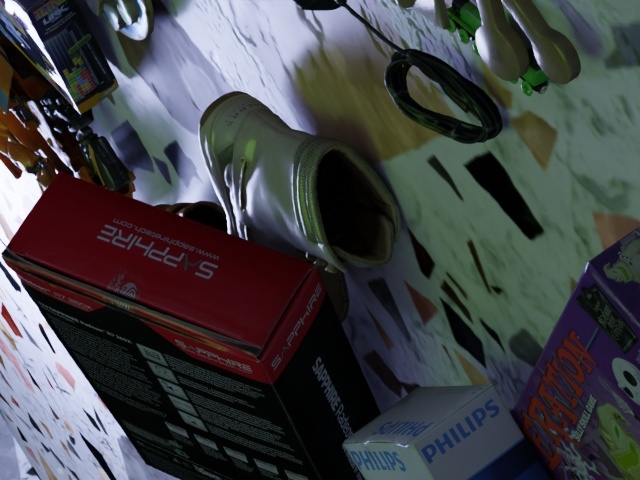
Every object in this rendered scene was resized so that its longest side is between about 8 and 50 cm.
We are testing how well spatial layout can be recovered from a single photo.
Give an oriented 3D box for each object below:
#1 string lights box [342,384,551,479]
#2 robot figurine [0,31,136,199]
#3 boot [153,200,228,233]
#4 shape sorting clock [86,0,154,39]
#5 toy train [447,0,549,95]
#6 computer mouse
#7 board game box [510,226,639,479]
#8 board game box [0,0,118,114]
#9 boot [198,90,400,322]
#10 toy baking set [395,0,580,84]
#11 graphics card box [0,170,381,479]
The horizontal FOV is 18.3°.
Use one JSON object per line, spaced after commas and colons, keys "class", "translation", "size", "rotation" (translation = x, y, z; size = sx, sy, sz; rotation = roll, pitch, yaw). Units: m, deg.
{"class": "string lights box", "translation": [0.130, 0.227, 1.365], "size": [0.260, 0.076, 0.133], "rotation": [59, 161, -7]}
{"class": "robot figurine", "translation": [-0.280, -0.107, 1.955], "size": [0.291, 0.085, 0.211], "rotation": [50, 161, 19]}
{"class": "boot", "translation": [-0.076, 0.091, 1.780], "size": [0.283, 0.109, 0.220], "rotation": [64, 157, -1]}
{"class": "shape sorting clock", "translation": [-0.196, -0.249, 1.586], "size": [0.206, 0.040, 0.206], "rotation": [48, 159, 25]}
{"class": "toy train", "translation": [0.099, -0.111, 1.119], "size": [0.083, 0.017, 0.024], "rotation": [44, 148, 32]}
{"class": "computer mouse", "translation": [0.028, -0.149, 1.217], "size": [0.242, 0.041, 0.071], "rotation": [47, 143, 12]}
{"class": "board game box", "translation": [0.210, 0.150, 1.230], "size": [0.208, 0.056, 0.347], "rotation": [55, 162, 19]}
{"class": "board game box", "translation": [-0.260, -0.210, 1.761], "size": [0.170, 0.048, 0.141], "rotation": [44, 167, 37]}
{"class": "boot", "translation": [0.000, 0.000, 1.459], "size": [0.165, 0.077, 0.213], "rotation": [25, 144, 52]}
{"class": "toy baking set", "translation": [0.080, -0.187, 1.030], "size": [0.197, 0.030, 0.256], "rotation": [46, 157, 23]}
{"class": "graphics card box", "translation": [-0.078, 0.106, 1.560], "size": [0.232, 0.094, 0.371], "rotation": [19, 155, 25]}
